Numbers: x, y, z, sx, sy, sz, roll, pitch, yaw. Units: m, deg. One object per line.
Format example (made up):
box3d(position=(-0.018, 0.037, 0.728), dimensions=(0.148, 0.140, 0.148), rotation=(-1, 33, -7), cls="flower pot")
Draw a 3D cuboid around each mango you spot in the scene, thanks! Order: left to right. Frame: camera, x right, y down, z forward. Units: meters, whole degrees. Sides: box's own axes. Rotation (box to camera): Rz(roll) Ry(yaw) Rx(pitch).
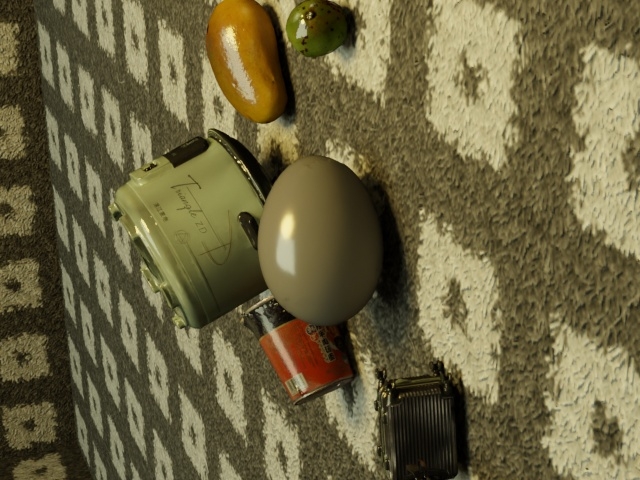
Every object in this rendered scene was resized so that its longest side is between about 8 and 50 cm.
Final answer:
box3d(position=(-0.100, -0.243, 1.545), dimensions=(0.115, 0.090, 0.178), rotation=(-12, 96, 61), cls="mango")

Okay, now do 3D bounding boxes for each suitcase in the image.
box3d(position=(0.105, 0.201, 1.232), dimensions=(0.059, 0.086, 0.126), rotation=(-124, 29, -75), cls="suitcase")

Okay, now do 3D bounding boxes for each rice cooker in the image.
box3d(position=(-0.147, -0.020, 1.571), dimensions=(0.241, 0.227, 0.280), rotation=(64, 168, -16), cls="rice cooker")

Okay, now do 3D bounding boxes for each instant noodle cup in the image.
box3d(position=(-0.021, 0.136, 1.484), dimensions=(0.136, 0.127, 0.127), rotation=(66, 155, 13), cls="instant noodle cup")

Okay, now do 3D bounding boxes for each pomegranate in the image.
box3d(position=(0.002, -0.249, 1.330), dimensions=(0.073, 0.084, 0.073), rotation=(6, 100, 38), cls="pomegranate")

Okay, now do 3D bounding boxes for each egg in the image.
box3d(position=(0.000, 0.000, 1.318), dimensions=(0.146, 0.146, 0.199), rotation=(-178, 85, -68), cls="egg")

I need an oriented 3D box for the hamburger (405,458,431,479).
box3d(position=(0.137, 0.361, 1.145), dimensions=(0.243, 0.138, 0.262), rotation=(-152, 55, -61), cls="hamburger")
